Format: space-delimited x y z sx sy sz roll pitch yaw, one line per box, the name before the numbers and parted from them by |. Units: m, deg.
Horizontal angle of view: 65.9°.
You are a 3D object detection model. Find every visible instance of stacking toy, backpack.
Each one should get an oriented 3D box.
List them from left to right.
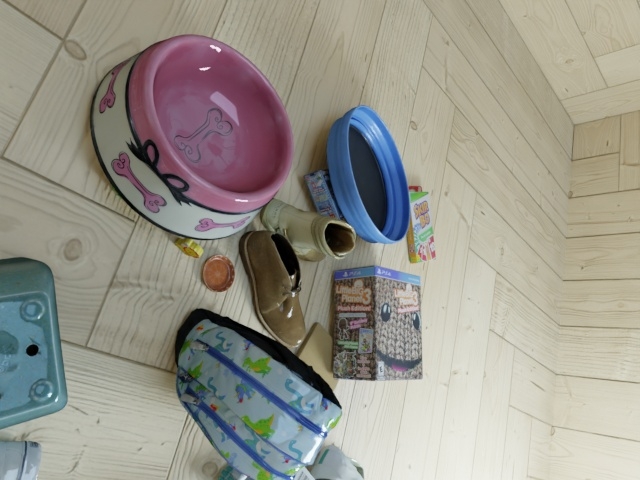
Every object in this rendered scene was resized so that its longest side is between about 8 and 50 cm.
stacking toy | -0.290 -0.095 1.020 0.221 0.052 0.167 48 54 -30
backpack | -0.119 0.294 0.934 0.290 0.355 0.273 52 53 -29

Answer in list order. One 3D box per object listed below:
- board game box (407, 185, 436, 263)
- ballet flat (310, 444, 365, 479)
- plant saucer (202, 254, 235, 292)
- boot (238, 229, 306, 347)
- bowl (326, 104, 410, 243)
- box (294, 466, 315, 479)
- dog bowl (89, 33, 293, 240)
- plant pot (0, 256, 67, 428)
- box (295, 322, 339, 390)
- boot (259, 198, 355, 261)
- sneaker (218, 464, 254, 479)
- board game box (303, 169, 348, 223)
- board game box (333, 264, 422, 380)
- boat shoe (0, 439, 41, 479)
board game box | 0.332 -0.057 1.666 0.124 0.039 0.260 -6 87 -46
ballet flat | 0.114 0.675 1.304 0.400 0.139 0.139 53 52 -26
plant saucer | -0.226 0.073 1.092 0.083 0.013 0.084 6 81 -44
boot | -0.089 0.120 1.157 0.112 0.115 0.306 -35 111 -44
bowl | 0.141 -0.178 1.390 0.391 0.077 0.392 31 53 -52
box | -0.078 0.568 1.134 0.102 0.087 0.101 -50 119 -36
dog bowl | -0.222 -0.215 0.982 0.407 0.150 0.409 20 60 -40
plant pot | -0.472 0.150 0.664 0.247 0.252 0.248 -7 91 -46
box | -0.012 0.339 1.275 0.164 0.021 0.201 53 52 -28
boot | 0.000 0.000 1.170 0.095 0.203 0.262 -62 143 -15
sneaker | -0.154 0.509 1.095 0.166 0.064 0.076 -25 119 -41
board game box | 0.050 -0.095 1.345 0.194 0.060 0.194 -16 93 -58
board game box | 0.161 0.232 1.360 0.232 0.141 0.291 14 72 -47
boat shoe | -0.495 0.434 0.721 0.088 0.096 0.268 25 67 -37
